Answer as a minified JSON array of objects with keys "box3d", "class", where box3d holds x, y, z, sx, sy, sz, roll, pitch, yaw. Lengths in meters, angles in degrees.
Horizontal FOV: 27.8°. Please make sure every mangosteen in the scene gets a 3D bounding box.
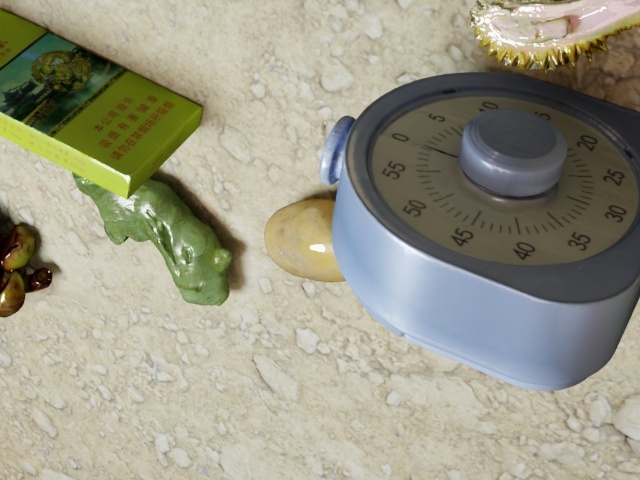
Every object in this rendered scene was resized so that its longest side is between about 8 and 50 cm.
[{"box3d":[-0.552,0.048,2.033,0.258,0.215,0.215,-2,129,-5],"class":"mangosteen"}]

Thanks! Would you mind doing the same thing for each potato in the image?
[{"box3d":[0.000,0.000,1.705,0.178,0.118,0.109,1,90,47],"class":"potato"}]

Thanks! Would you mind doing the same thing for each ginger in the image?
[{"box3d":[-0.237,-0.019,1.855,0.290,0.089,0.137,36,117,-5],"class":"ginger"}]

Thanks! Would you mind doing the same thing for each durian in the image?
[{"box3d":[0.262,-0.213,1.342,0.224,0.140,0.078,3,86,46],"class":"durian"}]

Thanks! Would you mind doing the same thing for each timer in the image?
[{"box3d":[0.179,-0.047,1.375,0.395,0.395,0.173,22,133,16],"class":"timer"}]

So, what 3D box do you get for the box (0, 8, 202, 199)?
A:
[{"box3d":[-0.347,-0.187,1.714,0.335,0.187,0.047,26,135,11],"class":"box"}]
